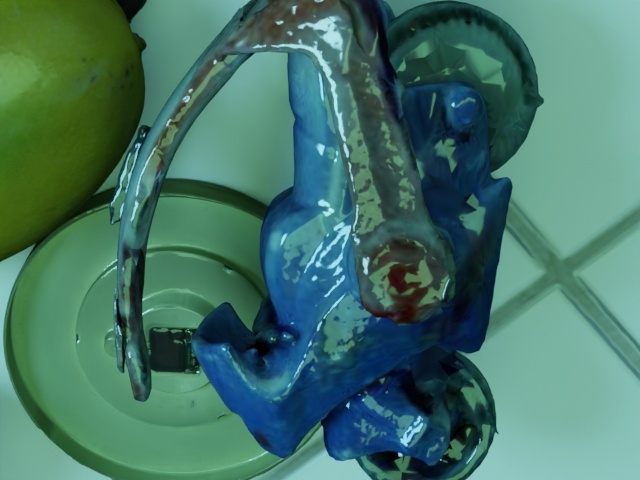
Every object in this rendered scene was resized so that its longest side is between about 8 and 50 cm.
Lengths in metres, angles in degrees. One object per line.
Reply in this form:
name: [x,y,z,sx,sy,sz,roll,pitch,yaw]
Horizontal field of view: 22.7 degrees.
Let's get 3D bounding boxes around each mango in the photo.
mango: [-0.207,-0.059,0.974,0.156,0.114,0.251,16,120,-40]

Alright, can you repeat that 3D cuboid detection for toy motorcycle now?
toy motorcycle: [0.002,-0.005,0.980,0.241,0.182,0.319,10,103,20]

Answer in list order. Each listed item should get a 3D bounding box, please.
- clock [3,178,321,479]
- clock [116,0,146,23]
clock: [-0.098,0.070,1.086,0.235,0.029,0.235,0,115,0]
clock: [-0.146,-0.166,0.986,0.083,0.010,0.074,38,112,-16]
